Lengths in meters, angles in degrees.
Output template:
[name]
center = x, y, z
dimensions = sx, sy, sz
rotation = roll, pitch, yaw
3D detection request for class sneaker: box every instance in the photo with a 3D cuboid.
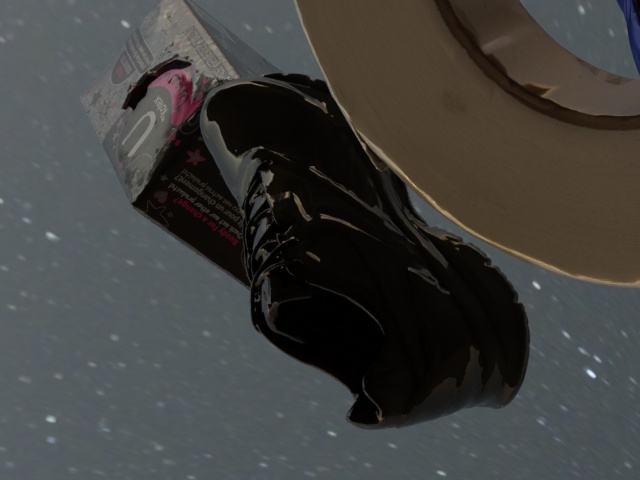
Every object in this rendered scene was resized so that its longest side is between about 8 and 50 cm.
[sneaker]
center = 0.000, 0.000, 1.086
dimensions = 0.286, 0.130, 0.109
rotation = 47, -41, 32

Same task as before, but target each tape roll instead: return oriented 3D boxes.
[tape roll]
center = 0.152, -0.163, 0.915
dimensions = 0.392, 0.072, 0.392
rotation = 16, -61, 30

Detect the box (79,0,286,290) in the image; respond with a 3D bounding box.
[box]
center = -0.089, -0.087, 1.533
dimensions = 0.142, 0.163, 0.247
rotation = -49, -150, 8

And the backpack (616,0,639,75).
[backpack]
center = 0.185, -0.094, 0.788
dimensions = 0.098, 0.101, 0.120
rotation = -16, -131, 8
